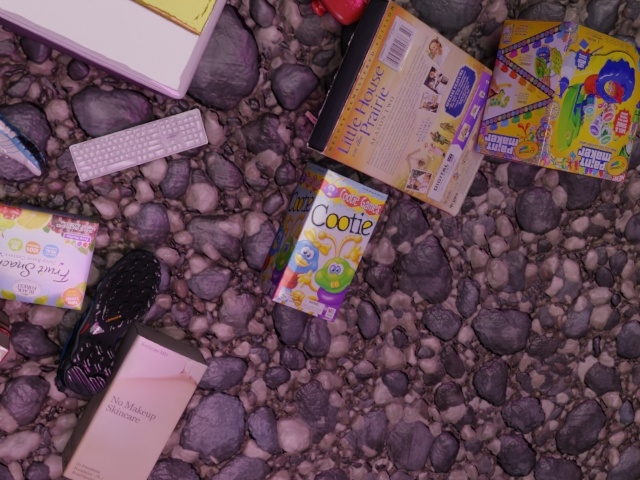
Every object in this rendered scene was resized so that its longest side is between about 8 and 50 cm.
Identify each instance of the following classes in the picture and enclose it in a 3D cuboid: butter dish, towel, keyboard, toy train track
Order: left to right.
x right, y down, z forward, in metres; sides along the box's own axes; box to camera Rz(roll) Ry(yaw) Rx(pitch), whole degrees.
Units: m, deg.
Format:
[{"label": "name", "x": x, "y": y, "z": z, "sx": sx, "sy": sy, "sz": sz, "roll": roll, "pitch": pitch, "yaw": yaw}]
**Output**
[{"label": "keyboard", "x": -0.347, "y": -0.184, "z": 1.646, "sx": 0.255, "sy": 0.014, "sz": 0.072, "roll": -19, "pitch": 106, "yaw": -13}, {"label": "towel", "x": -0.264, "y": -0.406, "z": 1.276, "sx": 0.237, "sy": 0.021, "sz": 0.102, "roll": 25, "pitch": 98, "yaw": -22}, {"label": "toy train track", "x": 0.001, "y": -0.233, "z": 1.745, "sx": 0.083, "sy": 0.014, "sz": 0.048, "roll": 42, "pitch": 87, "yaw": -20}, {"label": "butter dish", "x": 0.036, "y": -0.477, "z": 1.653, "sx": 0.118, "sy": 0.160, "sz": 0.160, "roll": -31, "pitch": 113, "yaw": 16}]

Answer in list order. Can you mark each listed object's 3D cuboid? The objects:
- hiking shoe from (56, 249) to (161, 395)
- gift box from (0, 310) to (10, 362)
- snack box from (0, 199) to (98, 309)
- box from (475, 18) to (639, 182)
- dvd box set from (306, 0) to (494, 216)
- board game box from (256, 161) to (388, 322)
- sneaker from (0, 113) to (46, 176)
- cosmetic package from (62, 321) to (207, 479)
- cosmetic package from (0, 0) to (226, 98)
[{"label": "hiking shoe", "x": -0.418, "y": 0.147, "z": 1.639, "sx": 0.113, "sy": 0.132, "sz": 0.304, "roll": 40, "pitch": 64, "yaw": -28}, {"label": "gift box", "x": -0.723, "y": 0.193, "z": 1.478, "sx": 0.258, "sy": 0.255, "sz": 0.276, "roll": 40, "pitch": 81, "yaw": -22}, {"label": "snack box", "x": -0.535, "y": 0.026, "z": 1.600, "sx": 0.207, "sy": 0.070, "sz": 0.175, "roll": 12, "pitch": 97, "yaw": -18}, {"label": "box", "x": 0.506, "y": -0.284, "z": 1.769, "sx": 0.289, "sy": 0.177, "sz": 0.279, "roll": 5, "pitch": 101, "yaw": -37}, {"label": "dvd box set", "x": 0.191, "y": -0.249, "z": 1.696, "sx": 0.420, "sy": 0.062, "sz": 0.308, "roll": 19, "pitch": 96, "yaw": -42}, {"label": "board game box", "x": 0.000, "y": 0.000, "z": 1.723, "sx": 0.144, "sy": 0.142, "sz": 0.275, "roll": 21, "pitch": 94, "yaw": -20}, {"label": "sneaker", "x": -0.584, "y": -0.177, "z": 1.551, "sx": 0.083, "sy": 0.071, "sz": 0.190, "roll": -45, "pitch": 102, "yaw": 2}, {"label": "cosmetic package", "x": -0.368, "y": 0.335, "z": 1.693, "sx": 0.160, "sy": 0.113, "sz": 0.310, "roll": 27, "pitch": 93, "yaw": -20}, {"label": "cosmetic package", "x": -0.320, "y": -0.482, "z": 1.427, "sx": 0.327, "sy": 0.329, "sz": 0.394, "roll": 23, "pitch": 93, "yaw": -21}]
